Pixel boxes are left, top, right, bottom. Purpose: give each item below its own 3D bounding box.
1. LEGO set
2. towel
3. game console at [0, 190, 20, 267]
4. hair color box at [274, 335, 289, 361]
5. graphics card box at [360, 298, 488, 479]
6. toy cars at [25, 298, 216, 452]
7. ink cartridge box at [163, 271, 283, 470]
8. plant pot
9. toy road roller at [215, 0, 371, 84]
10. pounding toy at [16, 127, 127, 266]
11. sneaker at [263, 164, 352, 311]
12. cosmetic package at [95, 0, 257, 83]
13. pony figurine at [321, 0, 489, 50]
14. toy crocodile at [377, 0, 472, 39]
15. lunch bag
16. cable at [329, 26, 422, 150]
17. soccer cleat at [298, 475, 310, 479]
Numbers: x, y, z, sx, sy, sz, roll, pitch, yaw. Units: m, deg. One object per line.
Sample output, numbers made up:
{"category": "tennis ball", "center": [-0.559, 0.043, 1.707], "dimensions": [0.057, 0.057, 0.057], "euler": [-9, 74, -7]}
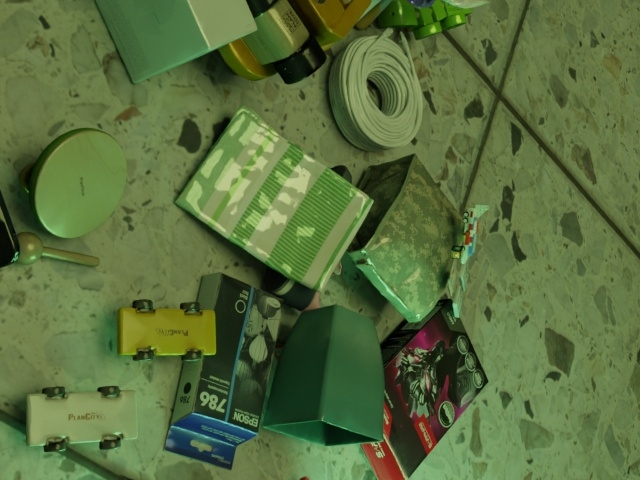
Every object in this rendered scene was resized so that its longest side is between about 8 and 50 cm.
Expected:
{"category": "LEGO set", "center": [0.320, 0.040, 2.116], "dimensions": [0.244, 0.060, 0.183], "euler": [68, 35, -60]}
{"category": "towel", "center": [-0.078, -0.077, 1.872], "dimensions": [0.324, 0.038, 0.248], "euler": [35, 66, -11]}
{"category": "game console", "center": [-0.602, -0.061, 1.360], "dimensions": [0.173, 0.250, 0.293], "euler": [-39, 112, -70]}
{"category": "hair color box", "center": [-0.034, 0.256, 1.941], "dimensions": [0.072, 0.043, 0.141], "euler": [-34, 105, -41]}
{"category": "graphics card box", "center": [0.207, 0.317, 2.134], "dimensions": [0.371, 0.094, 0.233], "euler": [-38, 108, -43]}
{"category": "toy cars", "center": [-0.334, 0.222, 1.628], "dimensions": [0.394, 0.087, 0.176], "euler": [-47, 109, -36]}
{"category": "ink cartridge box", "center": [-0.171, 0.240, 1.797], "dimensions": [0.165, 0.065, 0.333], "euler": [26, 65, -39]}
{"category": "plant pot", "center": [0.018, 0.252, 1.858], "dimensions": [0.165, 0.165, 0.234], "euler": [26, 61, -36]}
{"category": "toy road roller", "center": [-0.083, -0.446, 1.881], "dimensions": [0.202, 0.240, 0.330], "euler": [54, 54, -26]}
{"category": "pounding toy", "center": [-0.426, -0.083, 1.598], "dimensions": [0.183, 0.110, 0.237], "euler": [2, 110, -55]}
{"category": "sneaker", "center": [0.000, 0.000, 1.982], "dimensions": [0.131, 0.112, 0.319], "euler": [41, 64, -30]}
{"category": "cosmetic package", "center": [-0.265, -0.423, 1.715], "dimensions": [0.138, 0.224, 0.224], "euler": [-36, 107, -45]}
{"category": "pony figurine", "center": [0.172, -0.565, 2.069], "dimensions": [0.303, 0.363, 0.351], "euler": [57, 39, -6]}
{"category": "toy crocodile", "center": [0.262, -0.552, 2.360], "dimensions": [0.340, 0.105, 0.115], "euler": [-29, 103, -48]}
{"category": "lunch bag", "center": [0.167, 0.004, 2.102], "dimensions": [0.235, 0.168, 0.287], "euler": [49, 48, -28]}
{"category": "cable", "center": [0.122, -0.324, 2.177], "dimensions": [0.257, 0.089, 0.257], "euler": [-31, 105, -43]}
{"category": "soccer cleat", "center": [-0.108, 0.538, 1.788], "dimensions": [0.318, 0.108, 0.116], "euler": [-17, 74, -43]}
